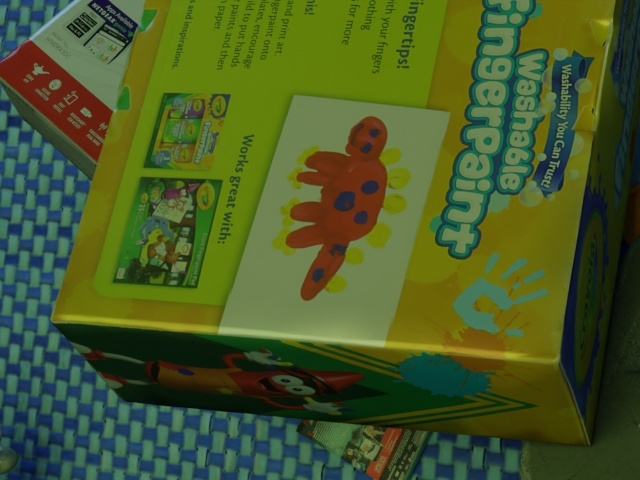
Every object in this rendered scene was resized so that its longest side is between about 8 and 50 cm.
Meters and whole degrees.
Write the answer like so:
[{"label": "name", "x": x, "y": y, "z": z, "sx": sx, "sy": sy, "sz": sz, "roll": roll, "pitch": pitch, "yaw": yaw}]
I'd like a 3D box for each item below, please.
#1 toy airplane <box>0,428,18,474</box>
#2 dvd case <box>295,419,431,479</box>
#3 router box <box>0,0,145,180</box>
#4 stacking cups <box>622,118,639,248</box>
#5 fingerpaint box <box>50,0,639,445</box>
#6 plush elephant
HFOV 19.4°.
[{"label": "toy airplane", "x": -0.335, "y": 0.374, "z": 1.712, "sx": 0.384, "sy": 0.272, "sz": 0.386, "roll": 33, "pitch": 87, "yaw": -4}, {"label": "dvd case", "x": 0.043, "y": 0.160, "z": 1.670, "sx": 0.119, "sy": 0.013, "sz": 0.087, "roll": 27, "pitch": 98, "yaw": 28}, {"label": "router box", "x": -0.070, "y": -0.140, "z": 1.635, "sx": 0.301, "sy": 0.082, "sz": 0.335, "roll": -43, "pitch": 57, "yaw": -13}, {"label": "stacking cups", "x": 0.263, "y": -0.071, "z": 1.534, "sx": 0.096, "sy": 0.096, "sz": 0.316, "roll": -32, "pitch": 74, "yaw": 23}, {"label": "fingerpaint box", "x": 0.046, "y": -0.090, "z": 1.415, "sx": 0.371, "sy": 0.163, "sz": 0.444, "roll": 3, "pitch": 63, "yaw": 18}, {"label": "plush elephant", "x": 0.270, "y": 0.215, "z": 1.406, "sx": 0.330, "sy": 0.255, "sz": 0.272, "roll": -45, "pitch": 45, "yaw": -7}]
